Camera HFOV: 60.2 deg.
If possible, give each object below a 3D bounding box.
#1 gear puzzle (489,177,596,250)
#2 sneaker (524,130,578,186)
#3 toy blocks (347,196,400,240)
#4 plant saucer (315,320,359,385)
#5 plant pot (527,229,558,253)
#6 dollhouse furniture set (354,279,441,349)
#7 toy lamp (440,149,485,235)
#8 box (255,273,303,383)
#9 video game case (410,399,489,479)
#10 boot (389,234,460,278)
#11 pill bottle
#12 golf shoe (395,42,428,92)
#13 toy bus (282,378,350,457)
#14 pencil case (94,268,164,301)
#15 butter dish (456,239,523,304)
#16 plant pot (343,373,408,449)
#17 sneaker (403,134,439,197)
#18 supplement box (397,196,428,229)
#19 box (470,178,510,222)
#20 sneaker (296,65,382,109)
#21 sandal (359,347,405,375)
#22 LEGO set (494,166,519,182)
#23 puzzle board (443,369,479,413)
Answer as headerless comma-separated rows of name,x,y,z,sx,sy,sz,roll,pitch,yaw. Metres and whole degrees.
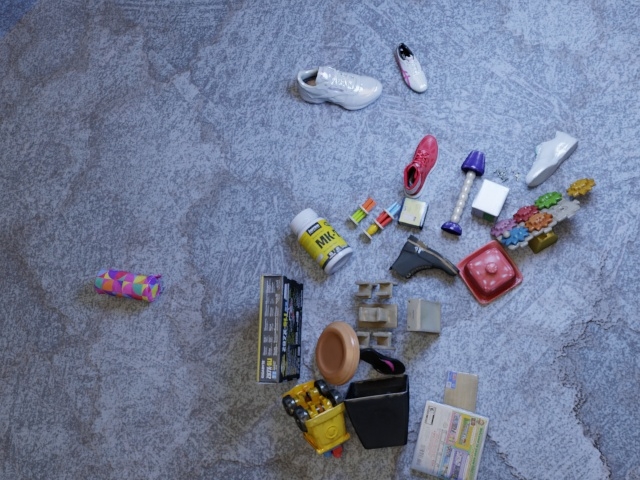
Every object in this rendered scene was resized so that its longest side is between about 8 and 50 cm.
gear puzzle,0.682,-0.096,1.674,0.338,0.175,0.044,-32,111,5
sneaker,0.709,-0.262,1.752,0.212,0.080,0.094,-43,62,-5
toy blocks,0.183,-0.092,1.840,0.148,0.054,0.123,-44,74,2
plant saucer,0.045,0.353,1.733,0.200,0.037,0.200,-17,69,50
plant pot,0.679,-0.018,1.698,0.081,0.083,0.081,-31,74,5
dollhouse furniture set,0.238,0.240,1.745,0.242,0.161,0.212,-5,77,35
toy lamp,0.464,-0.156,1.777,0.080,0.080,0.275,19,83,16
box,-0.122,0.278,1.733,0.079,0.257,0.322,-1,80,14
video game case,0.391,0.611,1.666,0.193,0.023,0.213,13,85,15
boot,0.332,0.090,1.769,0.198,0.077,0.137,37,94,30
pill bottle,0.000,0.000,1.830,0.119,0.119,0.208,-43,73,2
golf shoe,0.309,-0.591,1.893,0.067,0.086,0.186,-29,76,5
toy bus,-0.005,0.562,1.705,0.149,0.220,0.212,-22,106,-22
pencil case,-0.681,0.157,1.963,0.236,0.104,0.105,5,81,15
butter dish,0.521,0.091,1.694,0.160,0.118,0.160,-33,75,4
plant pot,0.185,0.520,1.665,0.187,0.188,0.167,-10,91,10
sneaker,0.331,-0.253,1.799,0.087,0.128,0.221,14,84,14
supplement box,0.304,-0.088,1.810,0.083,0.056,0.083,15,83,15
box,0.534,-0.123,1.741,0.087,0.101,0.102,25,86,17
sneaker,0.059,-0.531,1.904,0.305,0.152,0.114,4,78,12
sandal,0.191,0.385,1.701,0.067,0.179,0.040,-45,32,24
LEGO set,0.601,-0.217,1.785,0.083,0.023,0.054,-6,78,12
puzzle board,0.431,0.470,1.697,0.096,0.011,0.128,6,80,15
